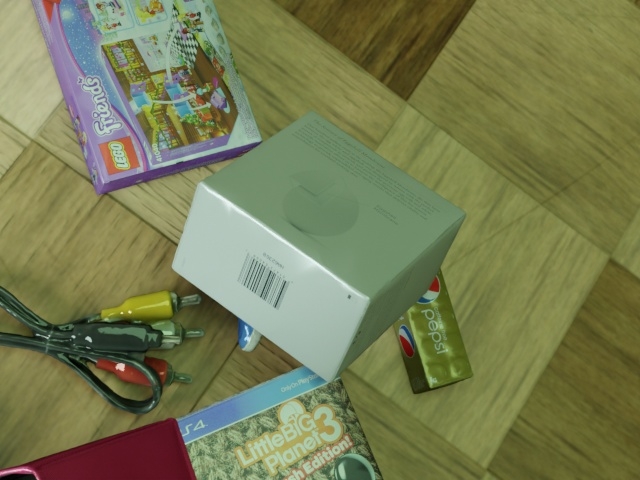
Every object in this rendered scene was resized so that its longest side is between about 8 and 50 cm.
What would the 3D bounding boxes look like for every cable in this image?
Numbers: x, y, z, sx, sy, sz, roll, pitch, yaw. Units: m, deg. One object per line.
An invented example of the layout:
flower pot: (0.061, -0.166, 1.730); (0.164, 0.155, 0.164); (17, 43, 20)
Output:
cable: (-0.277, 0.115, 1.497); (0.287, 0.072, 0.139); (6, 92, -3)

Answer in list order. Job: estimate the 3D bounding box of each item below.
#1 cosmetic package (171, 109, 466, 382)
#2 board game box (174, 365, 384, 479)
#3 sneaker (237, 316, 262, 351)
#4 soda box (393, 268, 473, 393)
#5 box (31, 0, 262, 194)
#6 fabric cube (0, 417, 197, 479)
cosmetic package: (0.000, 0.000, 1.476); (0.224, 0.138, 0.225); (35, 41, 15)
board game box: (-0.050, 0.307, 1.455); (0.232, 0.141, 0.291); (-22, 84, -21)
sneaker: (-0.103, 0.051, 1.546); (0.085, 0.058, 0.152); (13, 69, -20)
soda box: (0.123, 0.089, 1.607); (0.061, 0.058, 0.181); (-13, 81, -20)
box: (-0.212, -0.219, 1.583); (0.201, 0.057, 0.293); (-16, 82, -21)
fabric cube: (-0.258, 0.337, 1.263); (0.254, 0.258, 0.259); (-22, 85, 21)
